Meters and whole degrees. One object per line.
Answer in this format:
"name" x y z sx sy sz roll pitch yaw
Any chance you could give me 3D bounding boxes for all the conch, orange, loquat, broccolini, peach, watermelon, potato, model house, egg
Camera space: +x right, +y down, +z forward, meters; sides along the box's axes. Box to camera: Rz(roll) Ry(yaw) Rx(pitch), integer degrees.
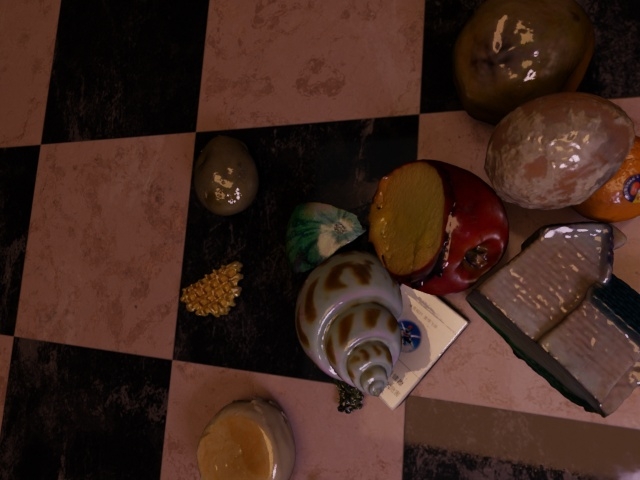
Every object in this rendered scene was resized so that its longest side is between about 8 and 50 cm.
"conch" 0.068 0.163 0.976 0.249 0.197 0.368 -45 52 9
"orange" 0.558 -0.120 0.907 0.177 0.155 0.178 -5 81 33
"loquat" 0.386 -0.362 0.944 0.276 0.283 0.276 11 107 36
"broccolini" 0.024 0.291 1.129 0.071 0.057 0.254 -23 73 -27
"peach" 0.247 -0.030 0.994 0.258 0.201 0.362 -68 25 13
"watermelon" -0.019 0.002 1.108 0.231 0.128 0.146 -15 42 57
"potato" -0.252 -0.173 1.258 0.177 0.160 0.235 -8 69 1
"model house" 0.480 0.117 0.875 0.284 0.243 0.298 -44 73 2
"egg" 0.405 -0.156 0.820 0.245 0.203 0.204 -23 71 54

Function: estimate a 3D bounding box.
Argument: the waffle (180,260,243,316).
"waffle" -0.299 0.128 1.288 0.191 0.046 0.161 5 87 23

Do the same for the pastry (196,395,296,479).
"pastry" -0.178 0.509 1.136 0.264 0.133 0.265 -4 80 22

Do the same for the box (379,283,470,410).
"box" 0.189 0.226 1.060 0.164 0.069 0.256 41 99 22
